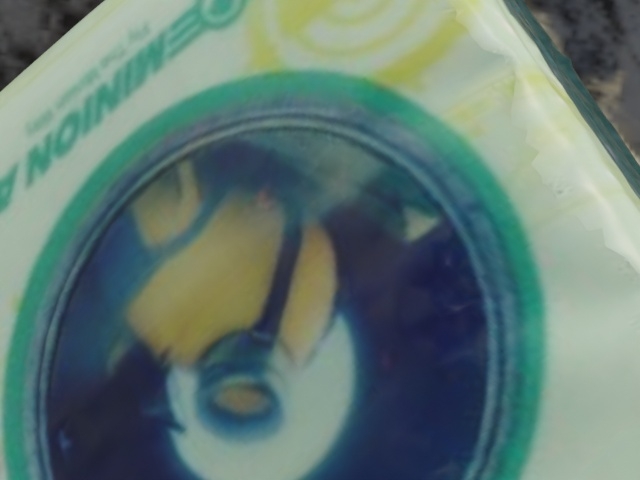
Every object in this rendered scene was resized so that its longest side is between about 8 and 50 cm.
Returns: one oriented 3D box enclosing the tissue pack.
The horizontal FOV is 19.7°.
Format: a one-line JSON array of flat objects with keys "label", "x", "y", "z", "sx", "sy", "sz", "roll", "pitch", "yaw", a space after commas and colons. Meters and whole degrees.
[{"label": "tissue pack", "x": 0.015, "y": 0.086, "z": 0.624, "sx": 0.287, "sy": 0.162, "sz": 0.388, "roll": -39, "pitch": 60, "yaw": 16}]
